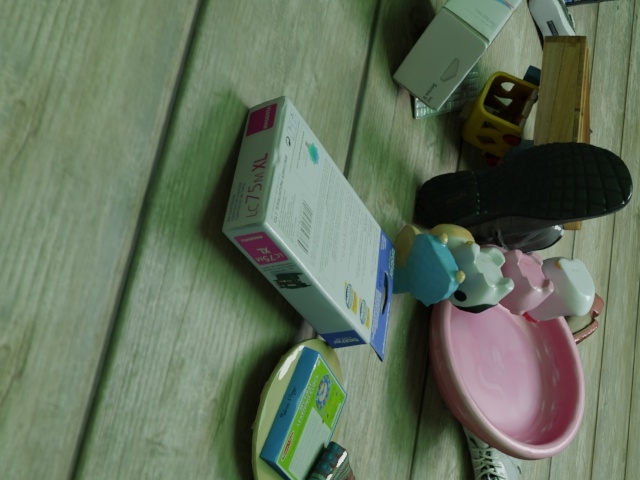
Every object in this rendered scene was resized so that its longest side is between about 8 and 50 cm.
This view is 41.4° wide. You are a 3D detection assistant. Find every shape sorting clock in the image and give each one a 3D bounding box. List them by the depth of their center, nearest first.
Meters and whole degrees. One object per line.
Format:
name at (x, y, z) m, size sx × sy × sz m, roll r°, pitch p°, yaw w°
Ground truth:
shape sorting clock at (-0.025, 0.220, 1.024) m, size 0.206 × 0.040 × 0.206 m, roll -33°, pitch 128°, yaw -57°

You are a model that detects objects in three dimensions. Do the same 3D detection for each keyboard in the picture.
keyboard at (0.215, -0.252, 1.421) m, size 0.256 × 0.014 × 0.072 m, roll -22°, pitch 108°, yaw -54°

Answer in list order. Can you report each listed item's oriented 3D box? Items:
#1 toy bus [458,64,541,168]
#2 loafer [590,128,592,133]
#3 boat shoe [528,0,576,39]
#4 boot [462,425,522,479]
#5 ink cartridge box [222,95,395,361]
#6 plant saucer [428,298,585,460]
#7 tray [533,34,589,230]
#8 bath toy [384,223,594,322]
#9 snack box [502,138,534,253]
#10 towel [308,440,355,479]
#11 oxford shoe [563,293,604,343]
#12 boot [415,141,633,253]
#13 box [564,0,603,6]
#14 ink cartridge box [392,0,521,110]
toy bus at (0.290, -0.203, 1.440) m, size 0.191 × 0.104 × 0.202 m, roll -63°, pitch 178°, yaw -63°
loafer at (0.571, -0.247, 1.901) m, size 0.076 × 0.078 × 0.223 m, roll -33°, pitch 116°, yaw -53°
boat shoe at (0.513, -0.458, 1.818) m, size 0.219 × 0.078 × 0.070 m, roll 56°, pitch 47°, yaw -38°
boot at (0.300, 0.368, 1.463) m, size 0.258 × 0.095 × 0.123 m, roll 47°, pitch 45°, yaw -47°
ink cartridge box at (0.000, 0.000, 1.022) m, size 0.311 × 0.065 × 0.185 m, roll 48°, pitch 38°, yaw -42°
plant saucer at (0.293, 0.194, 1.378) m, size 0.332 × 0.084 × 0.332 m, roll 20°, pitch 56°, yaw -32°
tray at (0.436, -0.173, 1.506) m, size 0.411 × 0.076 × 0.202 m, roll 44°, pitch 53°, yaw -67°
bath toy at (0.261, 0.058, 1.280) m, size 0.348 × 0.129 × 0.151 m, roll 11°, pitch 50°, yaw -34°
snack box at (0.363, -0.054, 1.557) m, size 0.207 × 0.070 × 0.174 m, roll 74°, pitch 34°, yaw -47°
towel at (-0.024, 0.464, 0.998) m, size 0.370 × 0.040 × 0.271 m, roll -56°, pitch 141°, yaw -41°
oxford shoe at (0.491, 0.146, 1.748) m, size 0.130 × 0.123 × 0.348 m, roll 54°, pitch 24°, yaw 4°
boot at (0.339, -0.050, 1.320) m, size 0.223 × 0.338 × 0.118 m, roll 27°, pitch 67°, yaw -50°
box at (0.732, -0.593, 1.931) m, size 0.257 × 0.322 × 0.079 m, roll -23°, pitch 110°, yaw -54°
ink cartridge box at (0.216, -0.316, 1.284) m, size 0.093 × 0.154 × 0.212 m, roll 36°, pitch 48°, yaw -1°
